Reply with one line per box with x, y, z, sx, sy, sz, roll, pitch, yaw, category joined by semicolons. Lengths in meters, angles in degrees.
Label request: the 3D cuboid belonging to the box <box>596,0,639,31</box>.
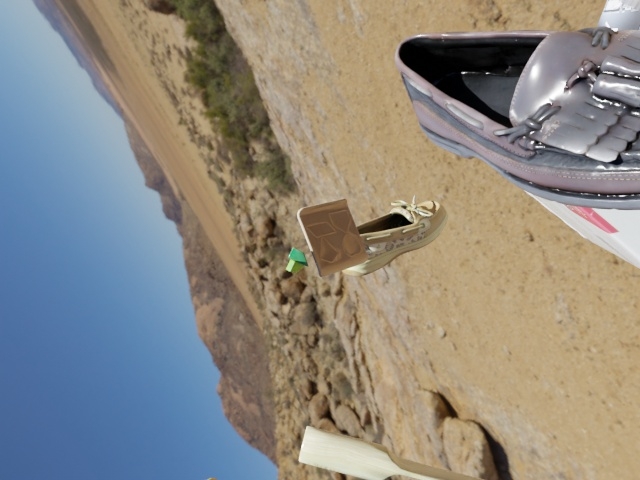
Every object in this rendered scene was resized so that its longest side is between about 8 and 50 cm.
0.468;-0.200;0.599;0.076;0.307;0.242;-103;14;-48;box

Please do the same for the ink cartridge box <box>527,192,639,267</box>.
0.542;-0.102;0.971;0.279;0.160;0.384;39;-166;1;ink cartridge box

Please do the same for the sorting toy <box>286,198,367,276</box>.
0.000;0.000;0.437;0.012;0.083;0.062;-24;84;53;sorting toy

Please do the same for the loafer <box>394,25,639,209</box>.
0.150;-0.104;0.363;0.095;0.109;0.302;41;179;-30;loafer

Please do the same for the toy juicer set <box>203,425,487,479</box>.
0.001;0.220;0.319;0.209;0.089;0.329;16;-170;25;toy juicer set

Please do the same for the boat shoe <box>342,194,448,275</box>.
0.156;-0.025;1.043;0.104;0.285;0.089;17;130;50;boat shoe
